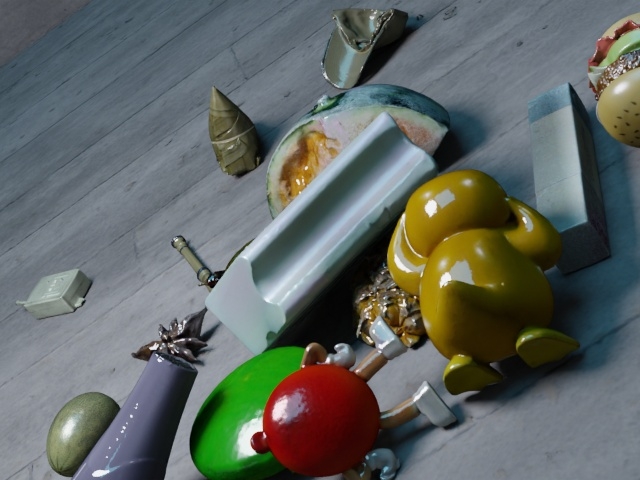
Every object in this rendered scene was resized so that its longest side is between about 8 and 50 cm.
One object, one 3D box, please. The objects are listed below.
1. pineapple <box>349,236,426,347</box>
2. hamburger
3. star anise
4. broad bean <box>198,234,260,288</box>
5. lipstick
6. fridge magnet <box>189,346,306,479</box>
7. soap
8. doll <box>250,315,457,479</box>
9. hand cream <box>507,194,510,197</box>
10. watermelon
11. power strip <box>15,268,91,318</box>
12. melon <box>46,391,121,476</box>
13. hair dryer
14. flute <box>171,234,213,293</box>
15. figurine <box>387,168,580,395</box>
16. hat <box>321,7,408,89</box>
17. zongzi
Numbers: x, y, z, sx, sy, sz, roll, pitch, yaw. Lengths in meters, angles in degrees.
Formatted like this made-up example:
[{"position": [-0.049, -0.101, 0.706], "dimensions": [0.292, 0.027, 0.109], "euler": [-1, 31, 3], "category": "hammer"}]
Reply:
[{"position": [0.115, 0.047, 1.658], "dimensions": [0.225, 0.076, 0.225], "euler": [-29, 31, 19], "category": "pineapple"}, {"position": [0.415, -0.189, 1.579], "dimensions": [0.175, 0.175, 0.137], "euler": [-21, 45, 28], "category": "hamburger"}, {"position": [-0.211, 0.148, 1.890], "dimensions": [0.129, 0.056, 0.124], "euler": [-46, 41, -9], "category": "star anise"}, {"position": [-0.035, 0.001, 1.903], "dimensions": [0.339, 0.061, 0.077], "euler": [-26, 38, 21], "category": "broad bean"}, {"position": [0.315, -0.087, 1.636], "dimensions": [0.068, 0.066, 0.317], "euler": [-24, 32, 23], "category": "lipstick"}, {"position": [-0.074, 0.220, 1.602], "dimensions": [0.208, 0.088, 0.208], "euler": [-27, 31, 17], "category": "fridge magnet"}, {"position": [0.000, 0.000, 1.724], "dimensions": [0.347, 0.115, 0.208], "euler": [-45, -7, -4], "category": "soap"}, {"position": [0.026, 0.203, 1.473], "dimensions": [0.217, 0.085, 0.183], "euler": [-31, 67, -10], "category": "doll"}, {"position": [0.195, -0.047, 1.741], "dimensions": [0.080, 0.050, 0.234], "euler": [-45, 22, -12], "category": "hand cream"}, {"position": [0.039, -0.165, 1.944], "dimensions": [0.322, 0.175, 0.188], "euler": [-25, 32, 19], "category": "watermelon"}, {"position": [-0.486, 0.100, 2.284], "dimensions": [0.175, 0.042, 0.075], "euler": [-13, 38, 37], "category": "power strip"}, {"position": [-0.334, 0.276, 1.805], "dimensions": [0.098, 0.098, 0.130], "euler": [-4, 47, 45], "category": "melon"}, {"position": [-0.161, 0.326, 1.512], "dimensions": [0.361, 0.121, 0.301], "euler": [27, 93, 42], "category": "hair dryer"}, {"position": [-0.200, 0.041, 2.069], "dimensions": [0.027, 0.027, 0.233], "euler": [-40, 29, -4], "category": "flute"}, {"position": [0.182, 0.040, 1.466], "dimensions": [0.215, 0.215, 0.228], "euler": [-25, 33, 21], "category": "figurine"}, {"position": [0.076, -0.345, 2.290], "dimensions": [0.147, 0.085, 0.175], "euler": [15, 80, 42], "category": "hat"}, {"position": [-0.166, -0.231, 2.267], "dimensions": [0.081, 0.178, 0.189], "euler": [-16, 31, 3], "category": "zongzi"}]
